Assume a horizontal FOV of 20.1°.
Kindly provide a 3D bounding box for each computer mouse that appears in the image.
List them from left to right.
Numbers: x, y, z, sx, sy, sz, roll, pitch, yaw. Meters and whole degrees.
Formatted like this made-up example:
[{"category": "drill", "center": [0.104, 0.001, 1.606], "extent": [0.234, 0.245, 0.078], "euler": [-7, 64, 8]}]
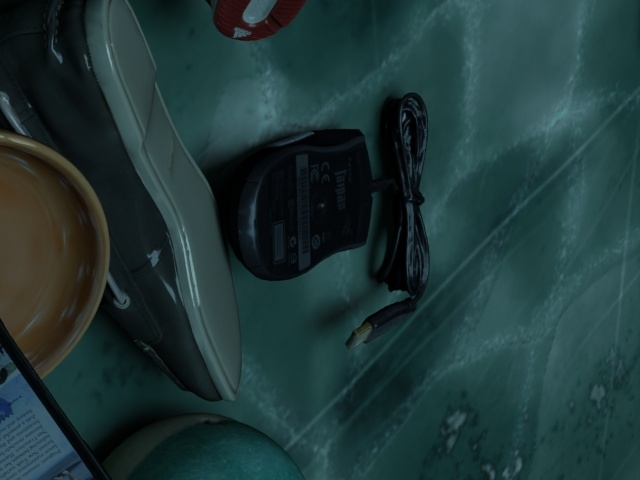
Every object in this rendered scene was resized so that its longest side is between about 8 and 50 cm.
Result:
[{"category": "computer mouse", "center": [0.000, 0.000, 1.354], "extent": [0.262, 0.060, 0.184], "euler": [-28, 119, -53]}]

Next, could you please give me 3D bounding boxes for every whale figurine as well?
[{"category": "whale figurine", "center": [-0.087, 0.263, 1.283], "extent": [0.216, 0.141, 0.272], "euler": [0, 104, -48]}]

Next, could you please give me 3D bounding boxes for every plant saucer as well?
[{"category": "plant saucer", "center": [-0.225, 0.018, 1.084], "extent": [0.200, 0.037, 0.200], "euler": [-17, 126, -24]}]

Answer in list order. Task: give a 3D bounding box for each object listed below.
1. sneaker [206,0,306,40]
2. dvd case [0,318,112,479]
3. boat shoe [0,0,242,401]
[{"category": "sneaker", "center": [-0.022, -0.249, 1.167], "extent": [0.221, 0.128, 0.087], "euler": [-48, 141, 18]}, {"category": "dvd case", "center": [-0.244, 0.140, 1.110], "extent": [0.180, 0.022, 0.253], "euler": [-35, 131, -10]}, {"category": "boat shoe", "center": [-0.132, -0.022, 1.187], "extent": [0.112, 0.095, 0.335], "euler": [-83, 161, -49]}]
